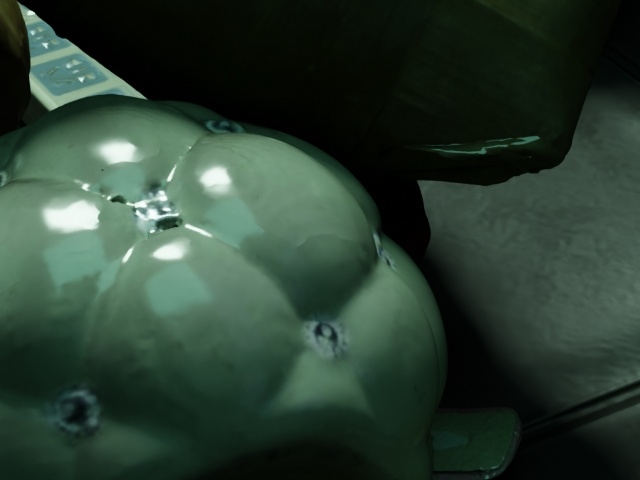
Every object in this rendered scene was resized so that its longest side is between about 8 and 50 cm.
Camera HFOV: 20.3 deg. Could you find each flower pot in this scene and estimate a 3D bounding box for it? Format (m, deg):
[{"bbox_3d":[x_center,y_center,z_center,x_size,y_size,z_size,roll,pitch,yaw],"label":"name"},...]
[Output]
[{"bbox_3d":[-0.065,0.064,0.747,0.246,0.246,0.195,-15,47,-18],"label":"flower pot"}]

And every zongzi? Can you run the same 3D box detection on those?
[{"bbox_3d":[-0.080,-0.158,0.904,0.356,0.174,0.393,29,-5,-19],"label":"zongzi"}]

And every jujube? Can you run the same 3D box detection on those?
[{"bbox_3d":[0.000,0.000,0.967,0.129,0.077,0.077,-21,40,-26],"label":"jujube"}]

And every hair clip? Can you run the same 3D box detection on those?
[{"bbox_3d":[0.031,0.093,0.883,0.137,0.022,0.054,8,38,13],"label":"hair clip"}]

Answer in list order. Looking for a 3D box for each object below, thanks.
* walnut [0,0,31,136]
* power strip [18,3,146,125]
[{"bbox_3d":[-0.332,-0.100,0.888,0.381,0.381,0.381,-1,36,1],"label":"walnut"},{"bbox_3d":[-0.126,-0.086,1.118,0.106,0.043,0.367,-21,40,-26],"label":"power strip"}]
